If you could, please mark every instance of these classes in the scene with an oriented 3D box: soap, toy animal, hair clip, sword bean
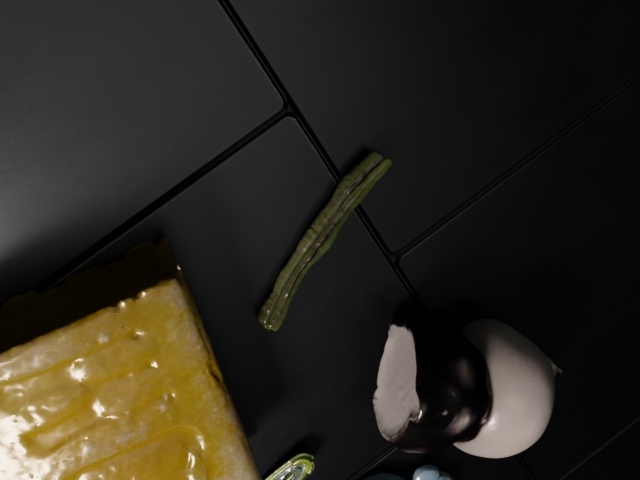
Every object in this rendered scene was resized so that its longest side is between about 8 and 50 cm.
[{"bbox_3d":[-0.251,0.206,0.909,0.293,0.156,0.335,-22,113,-14],"label":"soap"},{"bbox_3d":[0.199,0.200,1.039,0.235,0.165,0.187,6,107,-21],"label":"toy animal"},{"bbox_3d":[-0.074,0.364,1.076,0.060,0.033,0.188,37,96,-22],"label":"hair clip"},{"bbox_3d":[-0.001,0.000,0.983,0.043,0.038,0.269,34,95,2],"label":"sword bean"}]

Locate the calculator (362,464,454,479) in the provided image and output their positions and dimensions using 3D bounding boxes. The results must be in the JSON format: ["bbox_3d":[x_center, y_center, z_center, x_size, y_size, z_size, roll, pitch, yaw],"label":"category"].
[{"bbox_3d":[0.078,0.448,1.145,0.302,0.042,0.188,-42,113,2],"label":"calculator"}]
